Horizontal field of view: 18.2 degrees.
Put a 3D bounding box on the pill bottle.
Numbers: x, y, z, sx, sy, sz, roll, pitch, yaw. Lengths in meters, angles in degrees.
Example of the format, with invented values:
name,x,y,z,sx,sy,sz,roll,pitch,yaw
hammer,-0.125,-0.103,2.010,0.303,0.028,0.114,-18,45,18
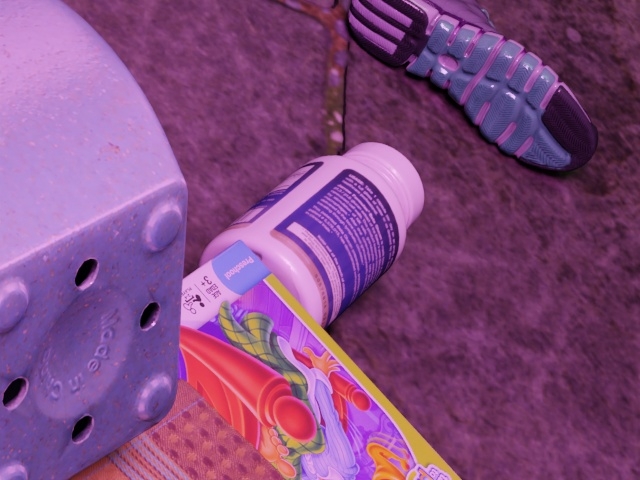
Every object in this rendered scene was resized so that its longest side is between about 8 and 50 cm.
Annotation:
name,x,y,z,sx,sy,sz,roll,pitch,yaw
pill bottle,0.000,0.000,1.353,0.094,0.094,0.169,44,45,5

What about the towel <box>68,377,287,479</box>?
name,x,y,z,sx,sy,sz,roll,pitch,yaw
towel,-0.086,0.231,0.976,0.271,0.040,0.370,44,35,10

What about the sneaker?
name,x,y,z,sx,sy,sz,roll,pitch,yaw
sneaker,0.133,-0.148,1.570,0.223,0.083,0.098,37,39,-2

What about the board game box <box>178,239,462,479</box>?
name,x,y,z,sx,sy,sz,roll,pitch,yaw
board game box,-0.082,0.171,1.153,0.233,0.078,0.347,47,40,5

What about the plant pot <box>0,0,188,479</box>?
name,x,y,z,sx,sy,sz,roll,pitch,yaw
plant pot,-0.205,0.009,1.007,0.252,0.248,0.247,26,37,29
